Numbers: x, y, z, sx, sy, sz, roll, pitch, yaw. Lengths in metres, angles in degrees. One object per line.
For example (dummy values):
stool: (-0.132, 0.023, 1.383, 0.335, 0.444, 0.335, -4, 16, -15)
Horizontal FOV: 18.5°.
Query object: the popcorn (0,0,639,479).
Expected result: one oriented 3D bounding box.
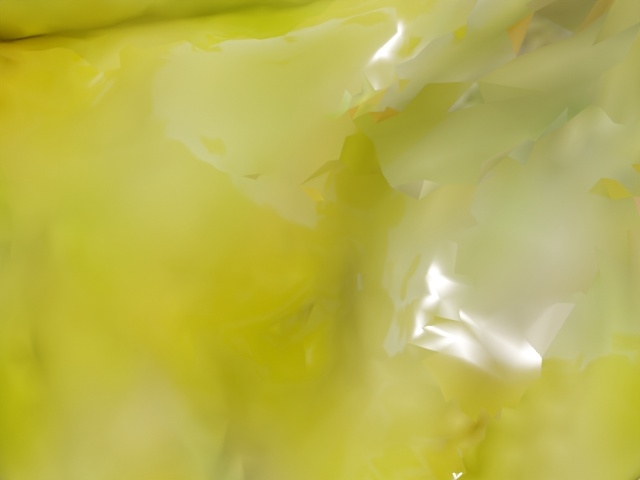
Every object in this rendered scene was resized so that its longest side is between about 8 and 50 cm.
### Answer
popcorn: (-0.002, 0.004, 0.463, 0.279, 0.274, 0.335, 30, 32, -1)
